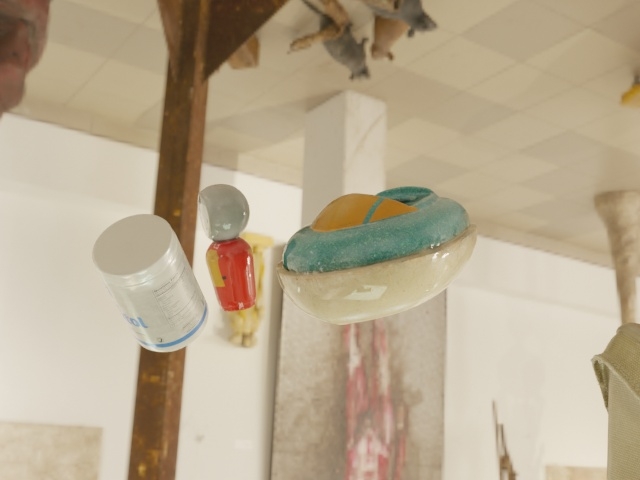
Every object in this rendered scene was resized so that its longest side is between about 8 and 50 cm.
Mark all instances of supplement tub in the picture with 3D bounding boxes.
[{"bbox_3d":[-0.140,0.038,0.733,0.071,0.071,0.107,-2,138,14],"label":"supplement tub"}]

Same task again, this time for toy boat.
[{"bbox_3d":[0.000,0.000,0.960,0.318,0.148,0.267,-4,-170,29],"label":"toy boat"}]

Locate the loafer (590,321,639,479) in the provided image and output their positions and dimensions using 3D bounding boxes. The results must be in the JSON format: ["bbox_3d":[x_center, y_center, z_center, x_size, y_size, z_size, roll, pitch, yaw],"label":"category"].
[{"bbox_3d":[0.211,0.184,0.531,0.092,0.268,0.102,-17,180,-3],"label":"loafer"}]
